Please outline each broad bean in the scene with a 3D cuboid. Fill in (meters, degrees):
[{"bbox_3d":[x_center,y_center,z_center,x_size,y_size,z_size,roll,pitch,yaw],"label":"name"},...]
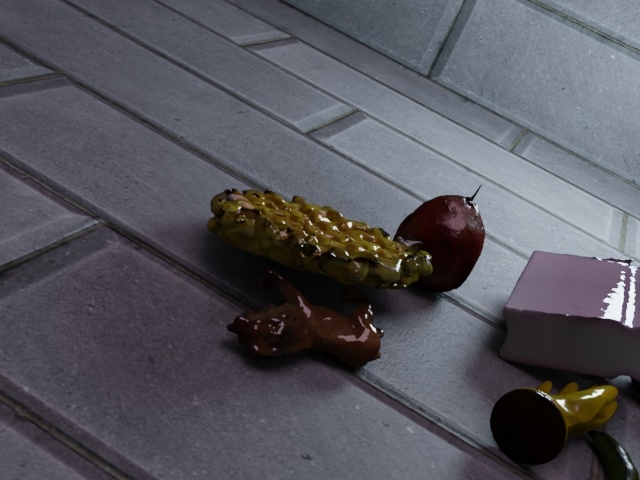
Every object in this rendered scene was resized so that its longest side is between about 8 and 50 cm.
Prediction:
[{"bbox_3d":[0.466,0.367,1.320,0.069,0.039,0.227,0,23,0],"label":"broad bean"}]

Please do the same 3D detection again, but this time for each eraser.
[{"bbox_3d":[0.516,0.137,1.634,0.272,0.122,0.359,5,18,20],"label":"eraser"}]

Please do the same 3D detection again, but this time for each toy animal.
[{"bbox_3d":[-0.003,0.141,1.291,0.312,0.097,0.158,15,36,-25],"label":"toy animal"}]

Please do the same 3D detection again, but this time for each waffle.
[{"bbox_3d":[0.000,0.000,1.447,0.382,0.095,0.379,19,9,23],"label":"waffle"}]

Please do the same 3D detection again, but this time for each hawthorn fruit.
[{"bbox_3d":[0.244,-0.016,1.647,0.181,0.235,0.181,26,14,-7],"label":"hawthorn fruit"}]

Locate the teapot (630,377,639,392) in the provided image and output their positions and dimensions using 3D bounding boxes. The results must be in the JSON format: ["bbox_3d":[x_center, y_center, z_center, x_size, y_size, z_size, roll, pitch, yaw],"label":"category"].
[{"bbox_3d":[0.743,0.274,1.626,0.251,0.183,0.183,38,25,3],"label":"teapot"}]

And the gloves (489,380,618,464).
[{"bbox_3d":[0.393,0.272,1.368,0.133,0.116,0.294,29,19,31],"label":"gloves"}]
